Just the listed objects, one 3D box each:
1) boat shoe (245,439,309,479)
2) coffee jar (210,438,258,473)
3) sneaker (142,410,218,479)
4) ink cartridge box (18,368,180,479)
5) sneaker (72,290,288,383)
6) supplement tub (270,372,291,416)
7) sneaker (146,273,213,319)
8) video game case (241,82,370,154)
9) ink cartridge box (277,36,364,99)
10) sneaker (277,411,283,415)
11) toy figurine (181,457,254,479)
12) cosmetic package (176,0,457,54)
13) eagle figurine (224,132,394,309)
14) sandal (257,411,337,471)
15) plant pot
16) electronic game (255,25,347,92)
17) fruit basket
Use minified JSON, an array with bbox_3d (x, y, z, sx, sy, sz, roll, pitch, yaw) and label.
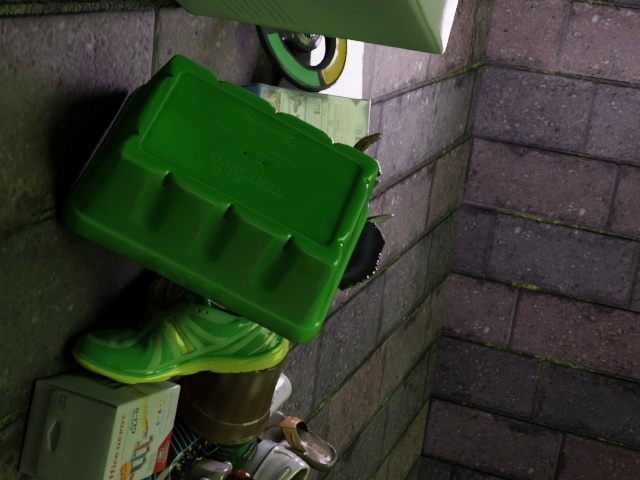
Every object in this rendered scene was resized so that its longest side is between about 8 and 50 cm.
[{"bbox_3d":[-0.126,0.575,1.953,0.367,0.156,0.136,-58,152,-19],"label":"boat shoe"},{"bbox_3d":[-0.162,0.332,1.873,0.096,0.079,0.184,-55,151,-49],"label":"coffee jar"},{"bbox_3d":[-0.221,0.337,1.684,0.081,0.090,0.232,80,28,-49],"label":"sneaker"},{"bbox_3d":[-0.291,0.249,1.364,0.176,0.127,0.128,-4,106,-70],"label":"ink cartridge box"},{"bbox_3d":[-0.192,0.123,1.406,0.109,0.296,0.123,-146,-127,-70],"label":"sneaker"},{"bbox_3d":[-0.109,0.310,2.029,0.107,0.071,0.071,-36,135,-63],"label":"supplement tub"},{"bbox_3d":[-0.197,0.091,1.589,0.282,0.099,0.153,-56,160,-58],"label":"sneaker"},{"bbox_3d":[-0.031,-0.121,1.756,0.244,0.061,0.269,2,93,-40],"label":"video game case"},{"bbox_3d":[-0.006,-0.302,1.946,0.308,0.091,0.384,-11,102,-69],"label":"ink cartridge box"},{"bbox_3d":[-0.088,0.478,2.111,0.091,0.126,0.240,63,44,-63],"label":"sneaker"},{"bbox_3d":[-0.186,0.502,1.805,0.213,0.148,0.209,78,31,-51],"label":"toy figurine"},{"bbox_3d":[-0.018,-0.463,1.271,0.327,0.394,0.329,34,70,-70],"label":"cosmetic package"},{"bbox_3d":[-0.011,-0.003,1.609,0.226,0.225,0.298,89,14,-61],"label":"eagle figurine"},{"bbox_3d":[-0.050,0.402,2.088,0.060,0.219,0.090,-44,-160,40],"label":"sandal"},{"bbox_3d":[-0.137,0.215,1.658,0.167,0.167,0.165,-52,170,-52],"label":"plant pot"},{"bbox_3d":[-0.031,-0.360,1.714,0.229,0.048,0.229,16,69,-48],"label":"electronic game"},{"bbox_3d":[-0.129,-0.044,1.374,0.392,0.392,0.283,75,33,-54],"label":"fruit basket"}]
